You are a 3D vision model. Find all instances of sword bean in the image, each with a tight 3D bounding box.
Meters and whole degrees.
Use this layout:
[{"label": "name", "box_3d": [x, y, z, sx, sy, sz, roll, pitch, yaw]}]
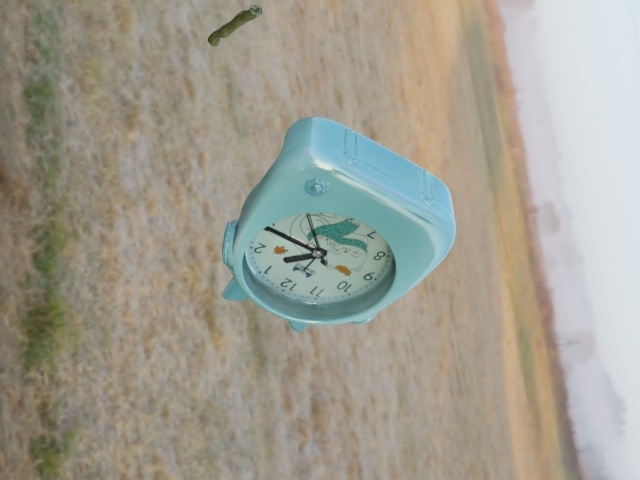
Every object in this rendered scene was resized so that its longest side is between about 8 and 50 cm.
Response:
[{"label": "sword bean", "box_3d": [-0.060, -0.146, 0.663, 0.083, 0.012, 0.012, -5, -83, 63]}]

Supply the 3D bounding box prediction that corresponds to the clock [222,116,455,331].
[{"label": "clock", "box_3d": [0.000, 0.000, 1.129, 0.224, 0.274, 0.094, 28, 40, -22]}]
